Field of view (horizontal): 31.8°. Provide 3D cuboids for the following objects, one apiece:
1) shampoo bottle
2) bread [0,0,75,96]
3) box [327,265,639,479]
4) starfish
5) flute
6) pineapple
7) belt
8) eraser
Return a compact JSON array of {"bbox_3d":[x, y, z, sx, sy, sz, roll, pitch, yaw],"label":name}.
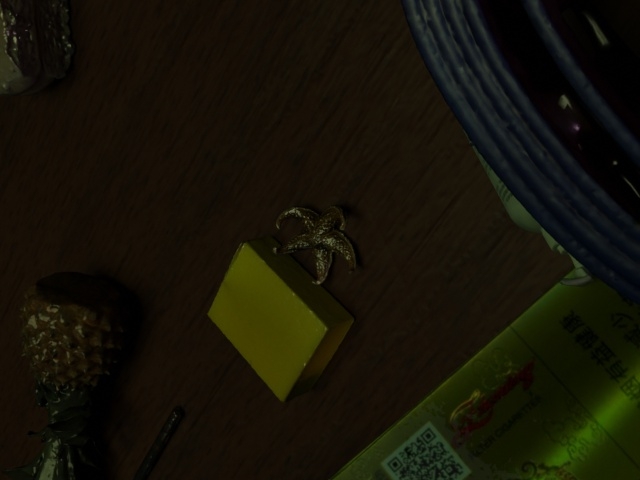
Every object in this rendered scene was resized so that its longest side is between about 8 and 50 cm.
[{"bbox_3d":[0.152,-0.050,0.822,0.056,0.056,0.195,-44,58,36],"label":"shampoo bottle"},{"bbox_3d":[-0.359,-0.320,1.190,0.183,0.102,0.337,4,103,42],"label":"bread"},{"bbox_3d":[0.157,0.151,0.791,0.311,0.043,0.173,-42,68,2],"label":"box"},{"bbox_3d":[0.000,0.000,1.000,0.091,0.028,0.078,37,122,25],"label":"starfish"},{"bbox_3d":[-0.207,0.275,1.231,0.014,0.014,0.269,46,124,23],"label":"flute"},{"bbox_3d":[-0.279,0.172,1.208,0.130,0.119,0.277,17,112,16],"label":"pineapple"},{"bbox_3d":[0.198,-0.113,0.692,0.212,0.117,0.347,-34,96,33],"label":"belt"},{"bbox_3d":[-0.040,0.071,1.034,0.122,0.045,0.097,45,124,24],"label":"eraser"}]
